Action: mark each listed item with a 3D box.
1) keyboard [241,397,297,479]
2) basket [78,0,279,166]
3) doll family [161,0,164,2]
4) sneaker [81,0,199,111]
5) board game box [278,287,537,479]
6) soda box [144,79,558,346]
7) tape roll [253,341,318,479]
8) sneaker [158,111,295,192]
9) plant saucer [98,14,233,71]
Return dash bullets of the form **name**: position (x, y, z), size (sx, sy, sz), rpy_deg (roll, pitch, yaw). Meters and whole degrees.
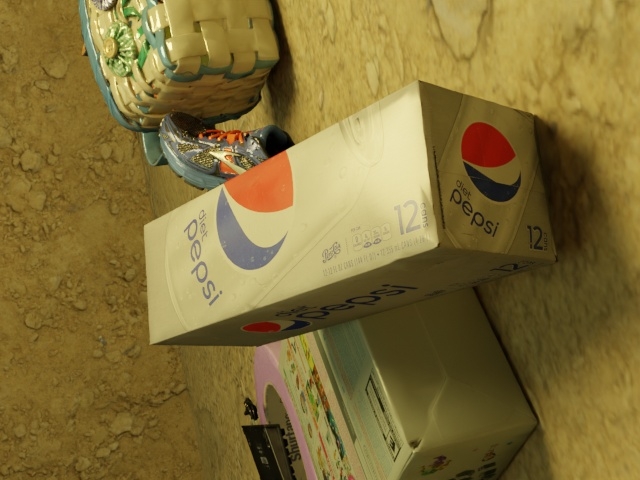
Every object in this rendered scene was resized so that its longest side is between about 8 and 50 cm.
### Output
- **keyboard**: position (-0.060, 0.226, 1.076), size (0.180, 0.023, 0.108), rpy_deg (139, 111, -73)
- **basket**: position (-0.172, -0.241, 1.096), size (0.289, 0.201, 0.255), rpy_deg (149, 108, -66)
- **doll family**: position (-0.206, -0.435, 1.295), size (0.263, 0.118, 0.163), rpy_deg (59, 158, 0)
- **sneaker**: position (-0.276, -0.275, 1.499), size (0.124, 0.180, 0.321), rpy_deg (-128, 29, -59)
- **board game box**: position (0.048, 0.120, 0.782), size (0.303, 0.097, 0.224), rpy_deg (102, 153, -55)
- **soda box**: position (0.000, 0.000, 0.601), size (0.286, 0.098, 0.091), rpy_deg (-22, 68, 48)
- **tape roll**: position (0.006, 0.236, 1.051), size (0.275, 0.090, 0.275), rpy_deg (167, 90, -76)
- **sneaker**: position (-0.069, -0.085, 0.979), size (0.221, 0.083, 0.087), rpy_deg (27, 121, 20)
- **plant saucer**: position (-0.219, -0.279, 1.339), size (0.188, 0.188, 0.045), rpy_deg (176, 110, -74)
